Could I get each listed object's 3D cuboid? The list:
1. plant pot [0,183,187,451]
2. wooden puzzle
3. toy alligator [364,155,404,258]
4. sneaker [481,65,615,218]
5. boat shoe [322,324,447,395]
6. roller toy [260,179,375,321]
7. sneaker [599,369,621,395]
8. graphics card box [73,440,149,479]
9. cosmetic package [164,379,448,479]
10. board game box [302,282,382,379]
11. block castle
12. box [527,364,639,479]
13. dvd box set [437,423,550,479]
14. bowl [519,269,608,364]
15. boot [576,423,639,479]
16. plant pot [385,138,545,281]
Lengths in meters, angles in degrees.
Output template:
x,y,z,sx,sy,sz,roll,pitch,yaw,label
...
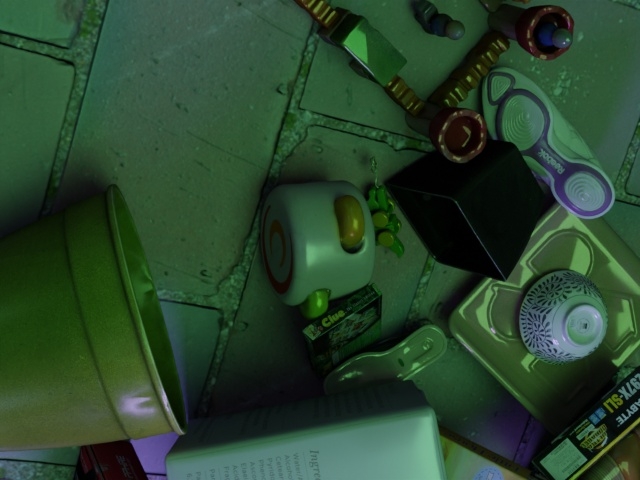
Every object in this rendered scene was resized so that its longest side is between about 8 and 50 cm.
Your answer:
x,y,z,sx,sy,sz,roll,pitch,yaw,label
-0.407,0.143,1.568,0.353,0.366,0.366,-16,114,-5,plant pot
0.430,0.127,2.023,0.322,0.080,0.348,44,83,-17,wooden puzzle
0.092,-0.052,1.855,0.051,0.056,0.189,-8,118,24,toy alligator
0.378,-0.169,1.910,0.114,0.152,0.305,-37,98,18,sneaker
0.107,0.219,1.936,0.233,0.079,0.084,-24,90,-17,boat shoe
0.000,0.000,1.751,0.146,0.191,0.209,-6,122,-21,roller toy
0.553,0.228,2.132,0.065,0.076,0.166,-11,112,-18,sneaker
-0.354,0.528,1.768,0.094,0.233,0.371,11,103,-26,graphics card box
-0.003,0.421,1.720,0.394,0.329,0.327,-11,89,0,cosmetic package
0.039,0.152,1.818,0.136,0.030,0.259,-36,163,-10,board game box
0.155,-0.363,1.677,0.303,0.213,0.453,-49,119,-1,block castle
0.494,0.362,2.045,0.257,0.079,0.322,-41,162,-7,box
0.185,0.477,1.918,0.420,0.062,0.307,26,101,17,dvd box set
0.439,0.140,1.943,0.170,0.080,0.170,-2,97,-17,bowl
0.658,0.497,2.269,0.220,0.109,0.283,-40,111,-10,boot
0.255,-0.070,1.852,0.167,0.187,0.188,-47,120,-17,plant pot
